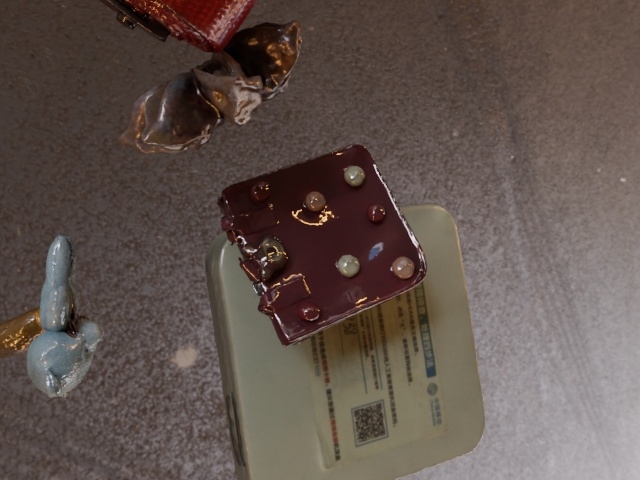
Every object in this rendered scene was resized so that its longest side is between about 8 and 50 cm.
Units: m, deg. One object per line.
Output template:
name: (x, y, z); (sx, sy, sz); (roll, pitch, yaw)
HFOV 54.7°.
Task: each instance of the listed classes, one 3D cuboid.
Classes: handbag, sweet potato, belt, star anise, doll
handbag: (0.001, -0.001, 0.748); (0.216, 0.203, 0.074); (-20, 167, -21)
sweet potato: (-0.639, 0.206, 1.248); (0.243, 0.077, 0.077); (-26, 141, 21)
belt: (-0.146, -0.240, 0.505); (0.200, 0.128, 0.124); (33, 91, -8)
star anise: (-0.095, -0.145, 0.596); (0.212, 0.197, 0.073); (-36, 106, -13)
doll: (-0.282, 0.087, 0.703); (0.075, 0.120, 0.180); (10, 86, -11)

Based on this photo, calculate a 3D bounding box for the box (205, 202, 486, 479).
box: (0.049, 0.155, 0.910); (0.396, 0.111, 0.396); (-8, 90, -26)
